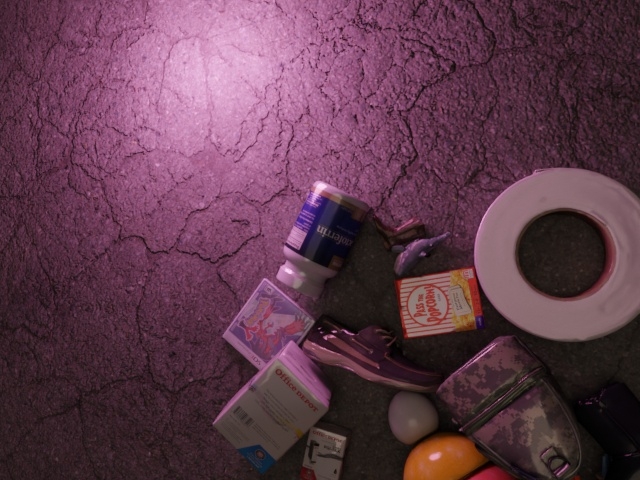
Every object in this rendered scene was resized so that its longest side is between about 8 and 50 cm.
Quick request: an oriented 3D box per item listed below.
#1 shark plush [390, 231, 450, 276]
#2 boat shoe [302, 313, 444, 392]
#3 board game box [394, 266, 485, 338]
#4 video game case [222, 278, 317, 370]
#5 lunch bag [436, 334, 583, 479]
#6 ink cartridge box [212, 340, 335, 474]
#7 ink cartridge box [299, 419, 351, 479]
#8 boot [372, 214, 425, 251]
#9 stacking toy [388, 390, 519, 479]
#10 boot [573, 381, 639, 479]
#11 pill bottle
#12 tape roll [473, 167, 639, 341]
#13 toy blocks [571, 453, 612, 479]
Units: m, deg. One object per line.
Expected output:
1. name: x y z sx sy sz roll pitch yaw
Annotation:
1. shark plush: 0.248 0.035 1.240 0.161 0.067 0.073 -21 112 -4
2. boat shoe: 0.124 0.262 1.210 0.355 0.132 0.131 14 83 23
3. board game box: 0.287 0.152 1.231 0.193 0.045 0.147 -11 83 14
4. video game case: -0.137 0.235 1.351 0.183 0.023 0.201 38 96 14
5. lunch bag: 0.405 0.351 1.030 0.212 0.305 0.256 -44 61 8
6. ink cartridge box: -0.105 0.398 1.244 0.171 0.168 0.233 45 98 2
7. ink cartridge box: 0.013 0.533 1.271 0.099 0.056 0.136 11 89 16
8. boot: 0.197 -0.039 1.273 0.114 0.037 0.107 -27 93 15
9. stacking toy: 0.299 0.550 1.115 0.350 0.350 0.480 -37 59 10
10. boot: 0.607 0.444 1.069 0.246 0.094 0.207 -46 47 12
11. pill bottle: 0.000 0.000 1.265 0.153 0.153 0.265 26 94 15
12. tape roll: 0.548 0.031 1.156 0.391 0.072 0.393 -1 85 15
13. toy blocks: 0.594 0.544 1.115 0.123 0.054 0.148 -2 85 15
